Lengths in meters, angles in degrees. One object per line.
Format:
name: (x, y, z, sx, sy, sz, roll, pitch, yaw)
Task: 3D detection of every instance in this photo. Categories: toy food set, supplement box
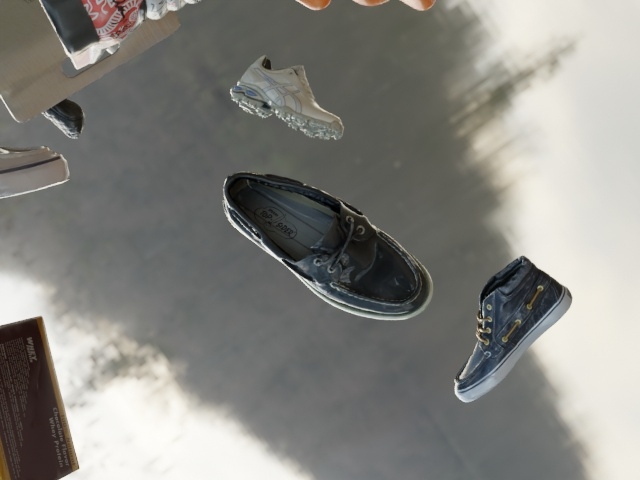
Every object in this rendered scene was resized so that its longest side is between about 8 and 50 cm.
toy food set: (-0.321, -0.248, 1.943, 0.306, 0.219, 0.092, 34, 154, 54)
supplement box: (-0.388, 0.200, 1.862, 0.194, 0.129, 0.191, -19, -84, -74)

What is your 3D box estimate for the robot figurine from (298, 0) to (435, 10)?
robot figurine: (0.020, -0.284, 1.394, 0.219, 0.158, 0.128, 39, -144, 18)

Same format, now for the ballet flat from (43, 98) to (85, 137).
ballet flat: (-0.409, -0.205, 2.367, 0.173, 0.057, 0.049, 37, 135, 21)

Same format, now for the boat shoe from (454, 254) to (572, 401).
boat shoe: (0.204, 0.101, 1.934, 0.083, 0.183, 0.065, 40, -171, -17)

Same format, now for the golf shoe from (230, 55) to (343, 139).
golf shoe: (-0.035, -0.195, 2.197, 0.176, 0.086, 0.069, 25, 171, 26)

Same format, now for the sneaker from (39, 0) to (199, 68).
sneaker: (-0.175, -0.224, 1.479, 0.090, 0.145, 0.270, 64, 176, -9)

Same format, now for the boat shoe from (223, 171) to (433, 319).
boat shoe: (0.002, -0.004, 2.305, 0.340, 0.127, 0.113, 36, 172, 19)

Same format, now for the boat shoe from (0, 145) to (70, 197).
boat shoe: (-0.374, -0.080, 1.563, 0.096, 0.267, 0.088, -49, -45, -79)
